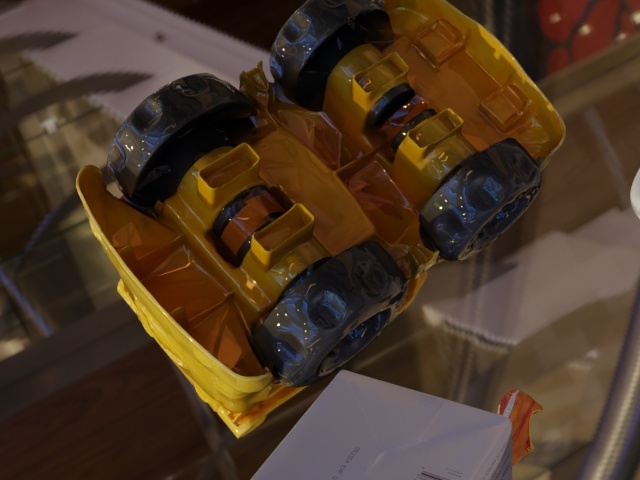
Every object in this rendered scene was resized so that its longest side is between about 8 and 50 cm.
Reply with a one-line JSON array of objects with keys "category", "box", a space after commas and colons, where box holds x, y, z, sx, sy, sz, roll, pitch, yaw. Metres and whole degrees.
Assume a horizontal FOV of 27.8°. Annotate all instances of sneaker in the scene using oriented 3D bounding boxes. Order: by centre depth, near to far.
[{"category": "sneaker", "box": [0.254, 0.289, 1.763, 0.067, 0.175, 0.064, 30, 165, -2]}]

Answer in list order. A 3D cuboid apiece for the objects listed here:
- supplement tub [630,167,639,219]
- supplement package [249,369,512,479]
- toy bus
[{"category": "supplement tub", "box": [0.517, 0.011, 1.476, 0.316, 0.193, 0.193, 47, 166, -17]}, {"category": "supplement package", "box": [0.039, 0.245, 0.953, 0.149, 0.194, 0.203, 14, 128, 27]}, {"category": "toy bus", "box": [0.000, 0.000, 0.687, 0.149, 0.220, 0.211, 47, 160, 19]}]
